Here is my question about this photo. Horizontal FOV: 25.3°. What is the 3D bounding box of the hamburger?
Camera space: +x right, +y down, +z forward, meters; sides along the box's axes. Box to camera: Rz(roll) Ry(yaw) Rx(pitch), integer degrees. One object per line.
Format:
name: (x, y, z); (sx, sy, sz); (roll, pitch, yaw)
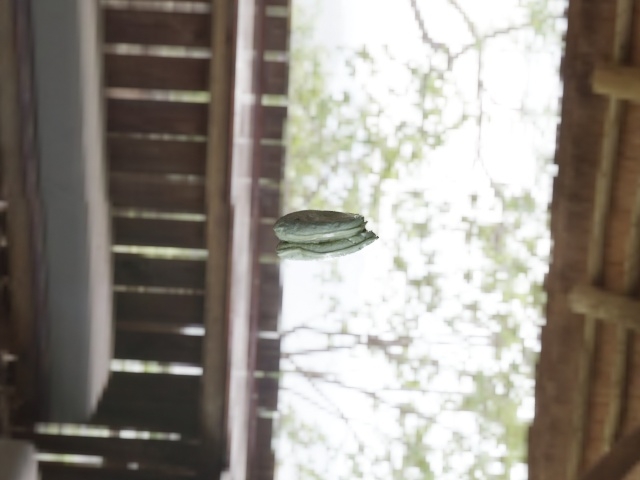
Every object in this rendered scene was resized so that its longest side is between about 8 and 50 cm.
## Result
hamburger: (0.000, -0.004, 1.621); (0.084, 0.121, 0.054); (-22, 111, -66)
